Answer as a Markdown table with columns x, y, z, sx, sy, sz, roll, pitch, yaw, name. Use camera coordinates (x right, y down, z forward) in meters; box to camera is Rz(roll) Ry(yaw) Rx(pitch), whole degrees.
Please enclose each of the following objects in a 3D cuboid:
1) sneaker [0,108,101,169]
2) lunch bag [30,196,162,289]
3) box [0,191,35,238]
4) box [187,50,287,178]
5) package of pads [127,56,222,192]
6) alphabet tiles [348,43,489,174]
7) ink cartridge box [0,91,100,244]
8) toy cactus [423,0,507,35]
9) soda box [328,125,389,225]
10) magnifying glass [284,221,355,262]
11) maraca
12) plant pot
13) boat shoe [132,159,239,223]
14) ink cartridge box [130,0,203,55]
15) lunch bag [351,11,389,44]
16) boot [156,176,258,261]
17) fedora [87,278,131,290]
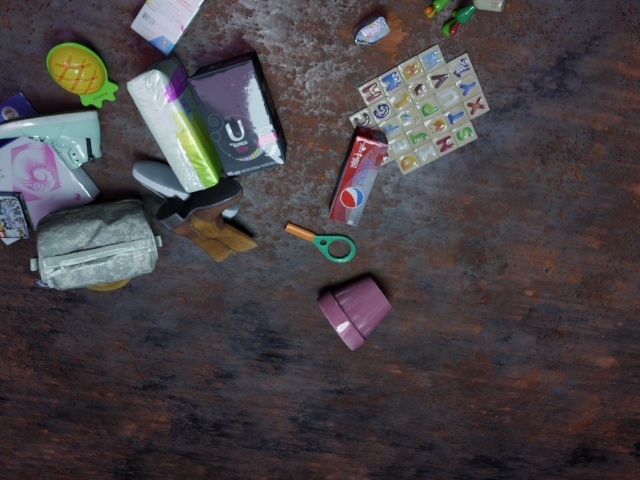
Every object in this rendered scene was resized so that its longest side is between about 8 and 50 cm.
| x | y | z | sx | sy | sz | roll | pitch | yaw | name |
| --- | --- | --- | --- | --- | --- | --- | --- | --- | --- |
| -0.694 | -0.248 | 1.309 | 0.256 | 0.094 | 0.151 | -15 | 116 | -29 | sneaker |
| -0.593 | 0.013 | 1.359 | 0.305 | 0.256 | 0.212 | -13 | 103 | -21 | lunch bag |
| -0.868 | -0.069 | 1.425 | 0.094 | 0.027 | 0.137 | 1 | 122 | 0 | box |
| -0.202 | -0.319 | 1.305 | 0.165 | 0.143 | 0.270 | -15 | 118 | 7 | box |
| -0.347 | -0.292 | 1.270 | 0.101 | 0.229 | 0.296 | -21 | 117 | 5 | package of pads |
| 0.266 | -0.343 | 1.376 | 0.343 | 0.011 | 0.285 | -26 | 117 | 13 | alphabet tiles |
| -0.852 | -0.186 | 1.414 | 0.324 | 0.071 | 0.330 | -25 | 118 | 13 | ink cartridge box |
| 0.336 | -0.570 | 1.171 | 0.181 | 0.112 | 0.218 | 31 | 133 | 26 | toy cactus |
| 0.100 | -0.176 | 1.419 | 0.092 | 0.083 | 0.263 | 16 | 121 | -7 | soda box |
| 0.000 | 0.000 | 1.561 | 0.231 | 0.026 | 0.092 | 22 | 117 | -15 | magnifying glass |
| -0.594 | -0.412 | 1.277 | 0.127 | 0.099 | 0.185 | -23 | 142 | 7 | maraca |
| 0.116 | 0.213 | 1.598 | 0.180 | 0.201 | 0.201 | -35 | 115 | -1 | plant pot |
| -0.388 | -0.122 | 1.436 | 0.306 | 0.113 | 0.105 | 20 | 124 | -29 | boat shoe |
| -0.355 | -0.552 | 1.217 | 0.104 | 0.061 | 0.181 | 37 | 113 | -20 | ink cartridge box |
| 0.120 | -0.511 | 1.244 | 0.083 | 0.071 | 0.053 | -26 | 121 | 11 | lunch bag |
| -0.261 | -0.039 | 1.406 | 0.264 | 0.096 | 0.280 | -26 | 141 | 17 | boot |
| -0.664 | 0.065 | 1.551 | 0.195 | 0.079 | 0.194 | -5 | 121 | -8 | fedora |
